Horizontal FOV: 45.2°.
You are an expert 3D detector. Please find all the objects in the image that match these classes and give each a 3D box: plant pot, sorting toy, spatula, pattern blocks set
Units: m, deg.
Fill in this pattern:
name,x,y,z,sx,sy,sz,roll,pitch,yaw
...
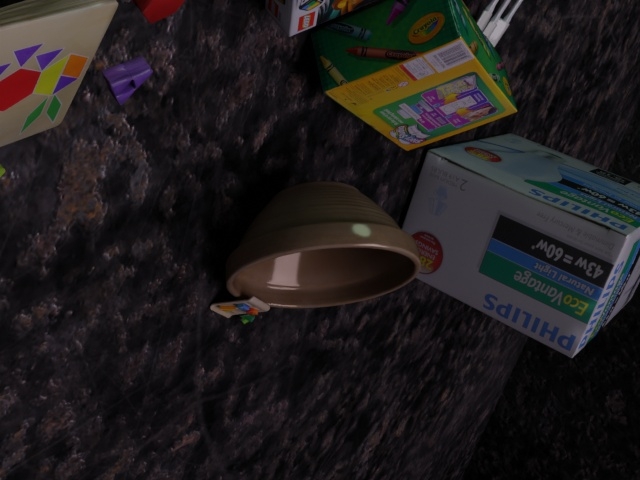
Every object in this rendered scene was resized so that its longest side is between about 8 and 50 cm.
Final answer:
name,x,y,z,sx,sy,sz,roll,pitch,yaw
plant pot,0.000,0.000,0.952,0.237,0.237,0.110,43,38,-62
sorting toy,-0.098,0.092,0.996,0.083,0.062,0.012,42,39,-62
spatula,0.287,-0.374,1.163,0.242,0.019,0.168,-59,161,22
pattern blocks set,-0.215,-0.098,0.486,0.285,0.026,0.325,-42,176,36

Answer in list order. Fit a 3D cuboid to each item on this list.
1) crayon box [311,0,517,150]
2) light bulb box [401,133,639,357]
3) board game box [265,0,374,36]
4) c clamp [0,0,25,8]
name,x,y,z,sx,sy,sz,roll,pitch,yaw
crayon box,0.127,-0.203,0.953,0.278,0.165,0.081,17,58,-63
light bulb box,0.382,-0.016,1.365,0.361,0.358,0.225,-19,130,-54
board game box,0.050,-0.340,0.692,0.193,0.053,0.305,-29,158,-22
c clamp,-0.159,-0.183,0.473,0.160,0.022,0.137,-30,174,9
